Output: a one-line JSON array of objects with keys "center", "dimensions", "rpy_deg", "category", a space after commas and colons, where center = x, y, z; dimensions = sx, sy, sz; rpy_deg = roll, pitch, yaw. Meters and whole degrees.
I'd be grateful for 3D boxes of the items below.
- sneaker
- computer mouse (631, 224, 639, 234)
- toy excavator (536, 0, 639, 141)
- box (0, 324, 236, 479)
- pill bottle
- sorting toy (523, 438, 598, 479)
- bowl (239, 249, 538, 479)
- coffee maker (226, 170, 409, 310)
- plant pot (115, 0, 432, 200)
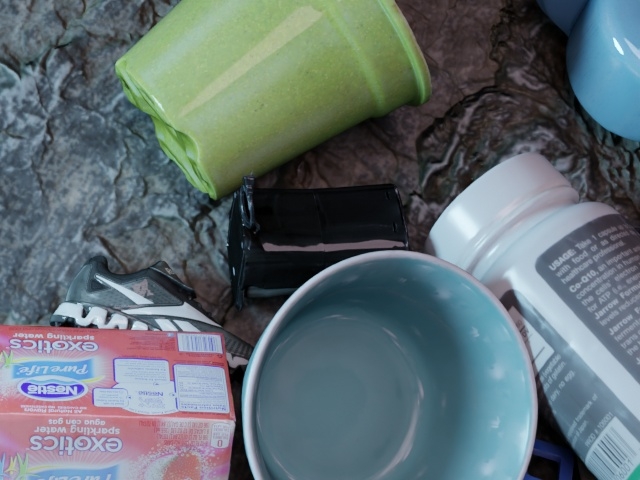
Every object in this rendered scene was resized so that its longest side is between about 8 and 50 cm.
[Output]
[{"center": [-0.154, 0.076, 1.867], "dimensions": [0.234, 0.078, 0.106], "rpy_deg": [18, 71, -2], "category": "sneaker"}, {"center": [0.428, 0.091, 1.984], "dimensions": [0.188, 0.072, 0.272], "rpy_deg": [-16, 62, -14], "category": "computer mouse"}, {"center": [0.415, -0.153, 1.984], "dimensions": [0.432, 0.222, 0.445], "rpy_deg": [22, 70, -1], "category": "toy excavator"}, {"center": [-0.240, 0.182, 1.747], "dimensions": [0.299, 0.142, 0.154], "rpy_deg": [2, 30, -11], "category": "box"}, {"center": [0.282, 0.091, 1.855], "dimensions": [0.204, 0.204, 0.361], "rpy_deg": [-32, 67, -19], "category": "pill bottle"}, {"center": [0.360, 0.287, 1.887], "dimensions": [0.347, 0.047, 0.196], "rpy_deg": [6, 50, -13], "category": "sorting toy"}, {"center": [0.042, 0.168, 1.800], "dimensions": [0.311, 0.163, 0.312], "rpy_deg": [1, 87, -23], "category": "bowl"}, {"center": [0.000, 0.000, 1.873], "dimensions": [0.178, 0.171, 0.120], "rpy_deg": [-3, 77, -11], "category": "coffee maker"}, {"center": [-0.066, -0.185, 1.901], "dimensions": [0.254, 0.276, 0.276], "rpy_deg": [-37, 81, -8], "category": "plant pot"}]
